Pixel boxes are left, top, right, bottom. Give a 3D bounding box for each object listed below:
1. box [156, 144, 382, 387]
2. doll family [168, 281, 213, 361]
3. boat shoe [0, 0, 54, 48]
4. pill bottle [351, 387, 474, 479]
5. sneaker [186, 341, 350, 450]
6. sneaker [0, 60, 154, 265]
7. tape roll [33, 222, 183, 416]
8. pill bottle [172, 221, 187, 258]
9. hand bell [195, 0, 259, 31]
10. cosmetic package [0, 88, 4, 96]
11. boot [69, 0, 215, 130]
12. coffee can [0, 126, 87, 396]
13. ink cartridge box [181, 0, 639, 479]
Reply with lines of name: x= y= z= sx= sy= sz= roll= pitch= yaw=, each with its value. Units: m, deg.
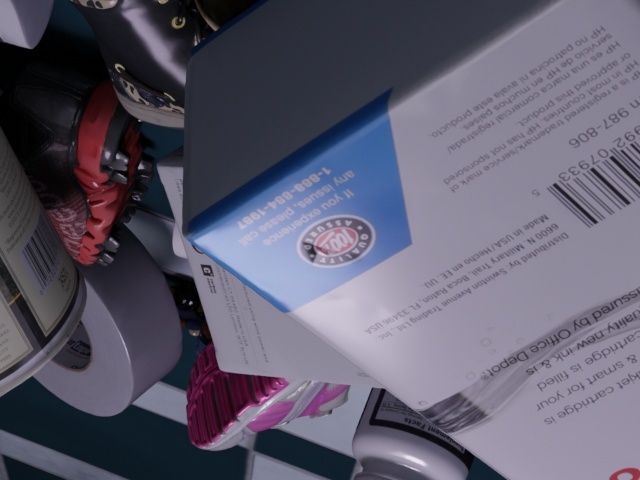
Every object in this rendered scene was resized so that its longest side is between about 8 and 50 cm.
box: x=0.000 y=0.000 z=1.444 sx=0.182 sy=0.119 sz=0.181 roll=2 pitch=117 yaw=40
doll family: x=-0.152 y=0.071 z=1.916 sx=0.193 sy=0.076 sz=0.111 roll=16 pitch=153 yaw=2
boat shoe: x=-0.242 y=-0.217 z=1.317 sx=0.088 sy=0.096 sz=0.267 roll=15 pitch=165 yaw=6
pill bottle: x=0.091 y=0.160 z=1.723 sx=0.108 sy=0.194 sz=0.108 roll=19 pitch=158 yaw=8
sneaker: x=-0.032 y=0.133 z=1.830 sx=0.111 sy=0.103 sz=0.252 roll=18 pitch=143 yaw=-37
sneaker: x=-0.212 y=-0.068 z=1.615 sx=0.135 sy=0.098 sz=0.276 roll=21 pitch=156 yaw=3
tape roll: x=-0.232 y=0.057 z=1.829 sx=0.219 sy=0.072 sz=0.219 roll=30 pitch=142 yaw=27
pill bottle: x=-0.044 y=0.004 z=1.634 sx=0.152 sy=0.086 sz=0.086 roll=16 pitch=157 yaw=13
hand bell: x=-0.017 y=-0.067 z=1.284 sx=0.126 sy=0.126 sz=0.242 roll=15 pitch=134 yaw=16
cosmetic package: x=-0.361 y=-0.134 z=1.622 sx=0.117 sy=0.085 sz=0.231 roll=4 pitch=149 yaw=38
boot: x=-0.073 y=-0.146 z=1.327 sx=0.236 sy=0.085 sz=0.179 roll=7 pitch=151 yaw=29
coffee can: x=-0.323 y=-0.028 z=1.469 sx=0.201 sy=0.201 sz=0.275 roll=4 pitch=132 yaw=37
ink cartridge box: x=0.153 y=-0.022 z=1.147 sx=0.285 sy=0.166 sz=0.395 roll=-31 pitch=129 yaw=26
